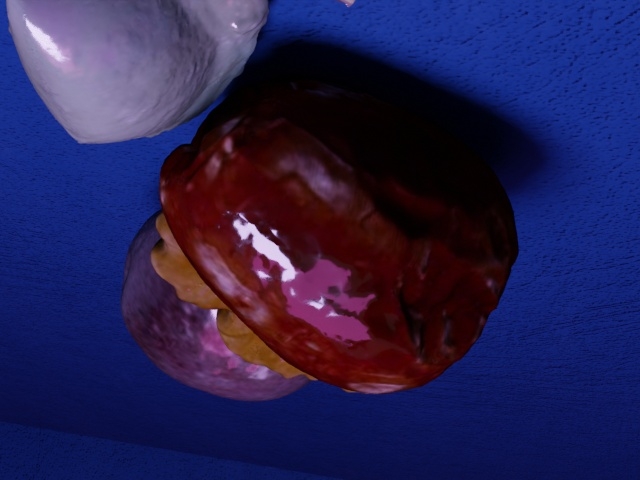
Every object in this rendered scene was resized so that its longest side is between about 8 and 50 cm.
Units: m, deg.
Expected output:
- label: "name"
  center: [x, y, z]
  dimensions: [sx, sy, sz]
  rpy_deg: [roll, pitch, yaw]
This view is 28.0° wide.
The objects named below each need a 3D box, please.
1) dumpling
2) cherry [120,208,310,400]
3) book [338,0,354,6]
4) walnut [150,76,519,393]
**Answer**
- label: "dumpling"
  center: [-0.123, -0.141, 0.812]
  dimensions: [0.105, 0.149, 0.217]
  rpy_deg: [45, 171, 31]
- label: "cherry"
  center: [-0.068, 0.044, 1.140]
  dimensions: [0.213, 0.184, 0.266]
  rpy_deg: [8, 143, -24]
- label: "book"
  center: [-0.068, -0.171, 0.659]
  dimensions: [0.127, 0.014, 0.181]
  rpy_deg: [26, -173, -36]
- label: "walnut"
  center: [0.000, 0.000, 0.940]
  dimensions: [0.269, 0.222, 0.244]
  rpy_deg: [35, 134, -18]
